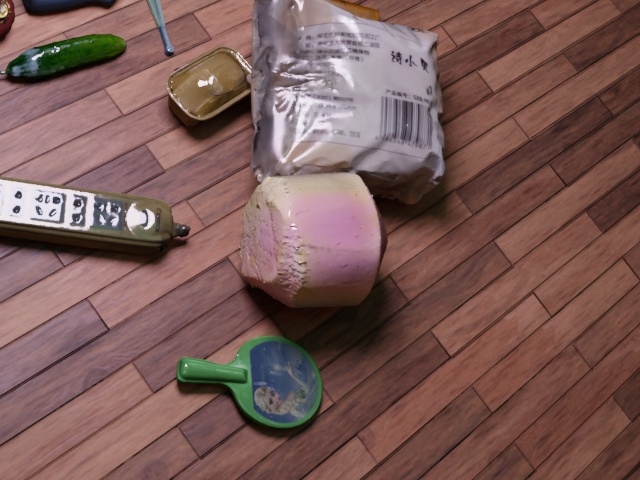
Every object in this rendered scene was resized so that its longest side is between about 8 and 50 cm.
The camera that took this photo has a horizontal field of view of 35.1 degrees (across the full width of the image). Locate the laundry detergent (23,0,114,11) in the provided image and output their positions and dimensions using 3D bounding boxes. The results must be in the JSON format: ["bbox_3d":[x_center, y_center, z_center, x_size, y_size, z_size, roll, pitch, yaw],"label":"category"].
[{"bbox_3d":[-0.435,-0.465,1.823,0.206,0.061,0.097,-15,65,-30],"label":"laundry detergent"}]

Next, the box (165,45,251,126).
[{"bbox_3d":[-0.198,-0.276,1.815,0.111,0.111,0.177,48,54,3],"label":"box"}]

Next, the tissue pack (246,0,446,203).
[{"bbox_3d":[0.052,-0.259,1.846,0.375,0.195,0.390,10,71,-24],"label":"tissue pack"}]

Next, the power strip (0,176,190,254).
[{"bbox_3d":[-0.397,-0.040,1.638,0.387,0.066,0.092,8,66,-22],"label":"power strip"}]

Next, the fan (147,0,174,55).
[{"bbox_3d":[-0.305,-0.430,1.891,0.038,0.016,0.193,-9,71,-30],"label":"fan"}]

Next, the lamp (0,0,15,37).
[{"bbox_3d":[-0.565,-0.387,1.709,0.101,0.090,0.101,-5,97,-51],"label":"lamp"}]

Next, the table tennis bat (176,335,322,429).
[{"bbox_3d":[-0.113,0.226,1.660,0.257,0.039,0.160,11,61,-23],"label":"table tennis bat"}]

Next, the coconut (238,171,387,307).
[{"bbox_3d":[0.000,0.000,1.712,0.245,0.233,0.233,-1,67,-32],"label":"coconut"}]

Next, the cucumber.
[{"bbox_3d":[-0.444,-0.320,1.754,0.250,0.056,0.056,-24,78,-32],"label":"cucumber"}]

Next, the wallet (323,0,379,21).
[{"bbox_3d":[0.043,-0.404,2.022,0.161,0.042,0.195,15,62,-18],"label":"wallet"}]
